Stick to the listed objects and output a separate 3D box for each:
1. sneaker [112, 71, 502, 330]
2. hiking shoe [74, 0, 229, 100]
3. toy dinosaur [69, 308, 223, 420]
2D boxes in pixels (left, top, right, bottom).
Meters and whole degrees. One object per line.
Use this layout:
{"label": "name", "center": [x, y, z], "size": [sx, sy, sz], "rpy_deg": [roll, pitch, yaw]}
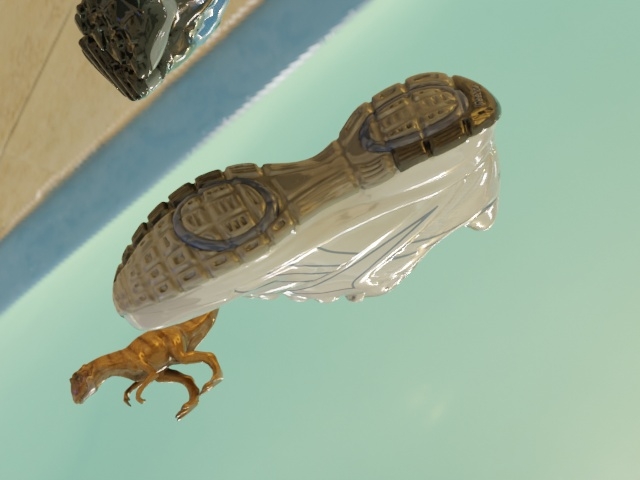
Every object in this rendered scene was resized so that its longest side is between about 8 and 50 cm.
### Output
{"label": "sneaker", "center": [0.000, 0.000, 0.816], "size": [0.297, 0.111, 0.129], "rpy_deg": [-23, 130, 1]}
{"label": "hiking shoe", "center": [-0.121, -0.250, 0.941], "size": [0.113, 0.132, 0.304], "rpy_deg": [42, 146, 8]}
{"label": "toy dinosaur", "center": [-0.138, 0.102, 1.121], "size": [0.211, 0.112, 0.064], "rpy_deg": [-29, 162, -38]}
